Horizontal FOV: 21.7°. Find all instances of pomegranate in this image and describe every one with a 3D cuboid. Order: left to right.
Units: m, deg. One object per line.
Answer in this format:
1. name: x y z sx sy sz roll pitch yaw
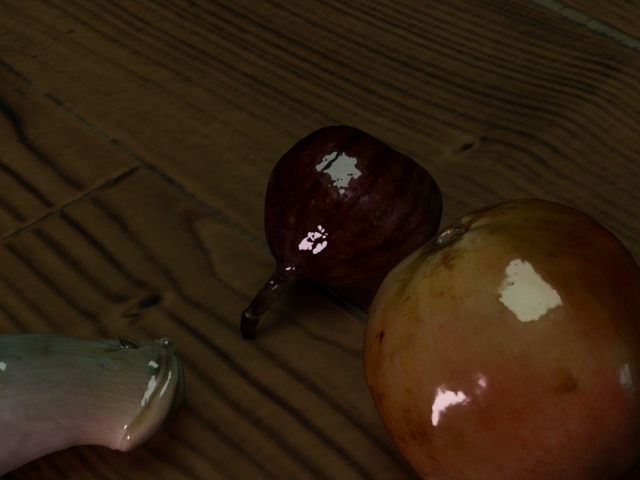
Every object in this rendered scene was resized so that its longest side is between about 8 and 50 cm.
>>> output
1. pomegranate: 0.165 0.107 1.294 0.229 0.270 0.252 -33 6 5

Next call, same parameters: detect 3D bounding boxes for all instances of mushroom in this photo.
1. mushroom: -0.293 0.167 1.352 0.397 0.126 0.177 -31 55 -29

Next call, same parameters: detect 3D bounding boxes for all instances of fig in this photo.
1. fig: 0.009 -0.027 1.532 0.202 0.148 0.149 -16 72 -33
